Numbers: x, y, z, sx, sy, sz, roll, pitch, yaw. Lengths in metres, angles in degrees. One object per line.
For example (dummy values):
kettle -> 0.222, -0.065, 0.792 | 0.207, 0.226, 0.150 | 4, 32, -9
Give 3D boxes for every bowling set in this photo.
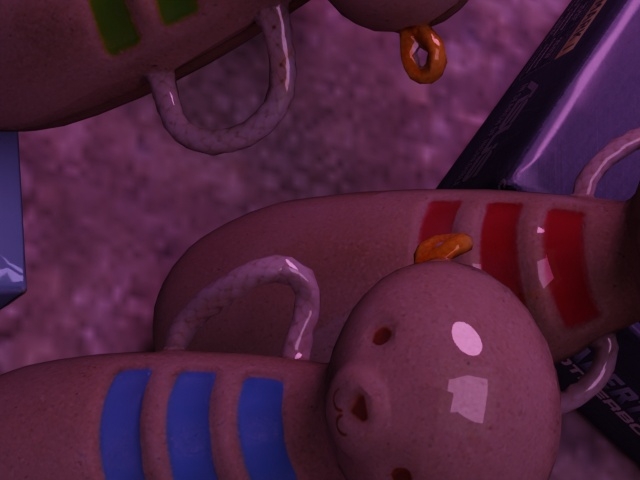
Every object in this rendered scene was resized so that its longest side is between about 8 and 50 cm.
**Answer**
bowling set -> 0.000, 0.000, 0.358 | 0.200, 0.154, 0.287 | 11, 69, -59

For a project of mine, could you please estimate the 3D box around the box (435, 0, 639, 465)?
box -> 0.155, -0.027, 0.540 | 0.183, 0.059, 0.232 | 42, 62, -10

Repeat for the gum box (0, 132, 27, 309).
gum box -> -0.158, -0.062, 0.398 | 0.184, 0.041, 0.157 | 2, 75, -27
